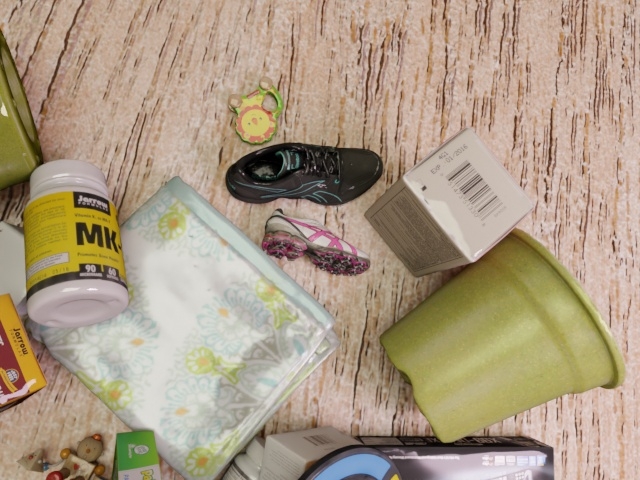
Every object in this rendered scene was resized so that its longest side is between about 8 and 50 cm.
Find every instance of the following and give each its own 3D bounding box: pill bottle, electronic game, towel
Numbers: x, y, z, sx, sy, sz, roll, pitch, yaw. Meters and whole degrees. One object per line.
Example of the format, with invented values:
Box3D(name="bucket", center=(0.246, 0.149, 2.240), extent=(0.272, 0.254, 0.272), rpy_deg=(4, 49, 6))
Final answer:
Box3D(name="pill bottle", center=(-0.113, 0.369, 0.728), extent=(0.078, 0.078, 0.137), rpy_deg=(36, 78, -1))
Box3D(name="pill bottle", center=(-0.334, 0.002, 0.665), extent=(0.119, 0.119, 0.208), rpy_deg=(-15, 65, -9))
Box3D(name="electronic game", center=(0.026, 0.380, 0.634), extent=(0.229, 0.048, 0.229), rpy_deg=(-4, 97, -36))
Box3D(name="towel", center=(-0.198, 0.133, 0.748), extent=(0.374, 0.090, 0.320), rpy_deg=(43, 78, 1))

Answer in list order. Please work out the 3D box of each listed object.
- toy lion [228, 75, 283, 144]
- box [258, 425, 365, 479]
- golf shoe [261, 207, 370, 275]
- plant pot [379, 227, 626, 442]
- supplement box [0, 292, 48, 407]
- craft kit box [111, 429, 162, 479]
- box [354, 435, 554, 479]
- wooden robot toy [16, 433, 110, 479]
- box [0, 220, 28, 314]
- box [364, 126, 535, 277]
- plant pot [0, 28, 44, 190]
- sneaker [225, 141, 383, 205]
Box3D(name="toy lion", center=(-0.106, -0.217, 0.845), extent=(0.100, 0.034, 0.096), rpy_deg=(-34, 94, -11))
Box3D(name="box", center=(-0.015, 0.369, 0.695), extent=(0.130, 0.091, 0.170), rpy_deg=(10, 88, -42))
Box3D(name="golf shoe", center=(0.000, 0.000, 0.803), extent=(0.186, 0.067, 0.086), rpy_deg=(19, 54, -15))
Box3D(name="plant pot", center=(0.239, 0.158, 0.730), extent=(0.254, 0.276, 0.276), rpy_deg=(-32, 86, 0))
Box3D(name="supplement box", center=(-0.484, 0.179, 0.614), extent=(0.191, 0.194, 0.129), rpy_deg=(-21, 83, -45))
Box3D(name="craft kit box", center=(-0.227, 0.408, 0.586), extent=(0.061, 0.250, 0.246), rpy_deg=(9, 99, -26))
Box3D(name="box", center=(0.203, 0.435, 0.758), extent=(0.308, 0.076, 0.242), rpy_deg=(4, 81, -7))
Box3D(name="wooden robot toy", center=(-0.339, 0.325, 0.713), extent=(0.173, 0.076, 0.079), rpy_deg=(27, 68, -3))
Box3D(name="box", center=(-0.447, 0.044, 0.730), extent=(0.101, 0.087, 0.102), rpy_deg=(36, 79, -1))
Box3D(name="box", center=(0.181, -0.045, 0.750), extent=(0.127, 0.232, 0.148), rpy_deg=(-39, 88, -11))
Box3D(name="plant pot", center=(-0.584, -0.163, 0.636), extent=(0.353, 0.366, 0.366), rpy_deg=(-17, 84, -21))
Box3D(name="sneaker", center=(-0.020, -0.109, 0.800), extent=(0.267, 0.106, 0.101), rpy_deg=(-9, 81, -10))
